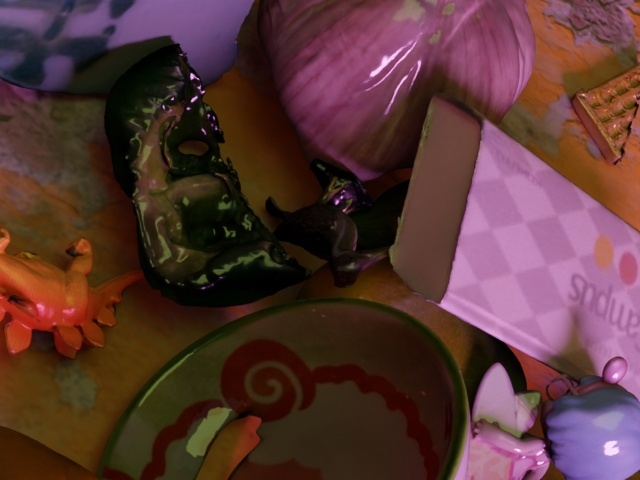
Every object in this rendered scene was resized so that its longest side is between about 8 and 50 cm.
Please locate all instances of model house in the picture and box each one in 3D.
[{"bbox_3d":[-0.234,-0.340,1.364,0.295,0.251,0.329,-9,62,-30],"label":"model house"}]

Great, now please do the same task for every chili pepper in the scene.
[{"bbox_3d":[-0.127,-0.050,1.336,0.148,0.116,0.264,-13,70,-26],"label":"chili pepper"}]

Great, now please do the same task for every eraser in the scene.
[{"bbox_3d":[0.233,0.031,1.397,0.397,0.082,0.213,30,68,-40],"label":"eraser"}]

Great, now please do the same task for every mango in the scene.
[{"bbox_3d":[0.086,0.109,1.367,0.251,0.114,0.156,36,55,-20],"label":"mango"}]

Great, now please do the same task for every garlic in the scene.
[{"bbox_3d":[0.083,-0.214,1.441,0.317,0.259,0.317,12,56,-19],"label":"garlic"}]

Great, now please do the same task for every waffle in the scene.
[{"bbox_3d":[0.370,-0.157,1.708,0.153,0.023,0.097,-28,82,-36],"label":"waffle"}]

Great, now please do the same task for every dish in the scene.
[{"bbox_3d":[-0.018,0.205,1.193,0.324,0.324,0.124,-59,140,-36],"label":"dish"}]

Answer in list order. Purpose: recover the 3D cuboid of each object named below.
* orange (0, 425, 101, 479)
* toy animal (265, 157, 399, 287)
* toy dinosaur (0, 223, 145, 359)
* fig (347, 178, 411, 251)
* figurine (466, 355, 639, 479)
[{"bbox_3d":[-0.262,0.263,1.022,0.279,0.235,0.279,9,59,-15],"label":"orange"},{"bbox_3d":[0.007,-0.007,1.338,0.070,0.105,0.202,58,3,-32],"label":"toy animal"},{"bbox_3d":[-0.235,0.050,1.247,0.288,0.070,0.117,14,48,-37],"label":"toy dinosaur"},{"bbox_3d":[0.093,-0.016,1.431,0.156,0.123,0.123,13,59,-13],"label":"fig"},{"bbox_3d":[0.192,0.225,1.321,0.260,0.103,0.205,-26,118,-2],"label":"figurine"}]
